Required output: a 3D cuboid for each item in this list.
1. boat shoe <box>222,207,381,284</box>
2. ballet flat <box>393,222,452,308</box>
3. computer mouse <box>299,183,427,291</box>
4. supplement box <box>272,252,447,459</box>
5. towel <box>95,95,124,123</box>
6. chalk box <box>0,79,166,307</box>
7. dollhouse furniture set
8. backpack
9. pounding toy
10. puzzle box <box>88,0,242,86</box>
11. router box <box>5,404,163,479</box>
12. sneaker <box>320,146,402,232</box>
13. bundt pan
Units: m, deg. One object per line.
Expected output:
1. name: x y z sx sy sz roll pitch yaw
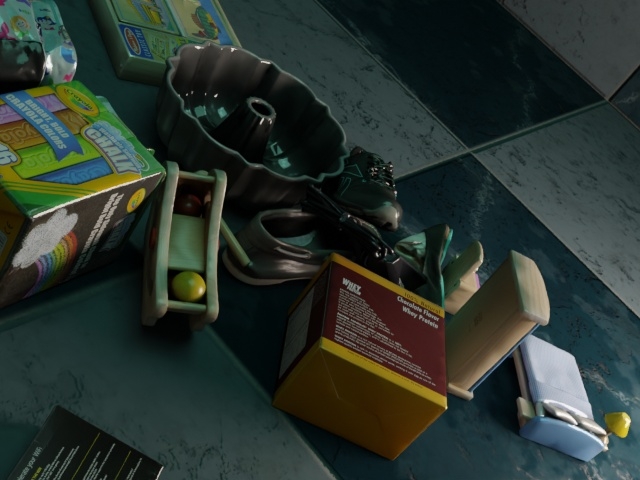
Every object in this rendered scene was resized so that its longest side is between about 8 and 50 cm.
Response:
1. boat shoe: 0.000 0.000 1.390 0.335 0.095 0.112 -8 54 -47
2. ballet flat: 0.164 0.047 1.491 0.096 0.095 0.280 20 35 -3
3. computer mouse: 0.054 0.008 1.329 0.184 0.060 0.262 39 2 24
4. supplement box: 0.058 0.155 1.226 0.191 0.129 0.194 27 35 -14
5. towel: -0.328 -0.160 1.351 0.113 0.023 0.152 -17 61 -50
6. chalk box: -0.328 -0.067 1.102 0.179 0.180 0.289 45 33 11
7. dollhouse furniture set: 0.370 0.153 1.451 0.303 0.198 0.286 25 36 -18
8. backpack: -0.445 -0.249 1.170 0.191 0.225 0.254 -3 53 -46
9. pounding toy: -0.144 -0.007 1.172 0.154 0.154 0.270 9 51 -19
10. puzzle box: -0.297 -0.426 1.673 0.272 0.052 0.409 4 46 -39
11. router box: -0.250 0.265 0.891 0.133 0.046 0.179 32 34 -6
12. sneaker: 0.070 -0.089 1.432 0.101 0.106 0.267 28 5 -21
13. bundt pan: -0.122 -0.171 1.460 0.330 0.124 0.331 23 36 -18
